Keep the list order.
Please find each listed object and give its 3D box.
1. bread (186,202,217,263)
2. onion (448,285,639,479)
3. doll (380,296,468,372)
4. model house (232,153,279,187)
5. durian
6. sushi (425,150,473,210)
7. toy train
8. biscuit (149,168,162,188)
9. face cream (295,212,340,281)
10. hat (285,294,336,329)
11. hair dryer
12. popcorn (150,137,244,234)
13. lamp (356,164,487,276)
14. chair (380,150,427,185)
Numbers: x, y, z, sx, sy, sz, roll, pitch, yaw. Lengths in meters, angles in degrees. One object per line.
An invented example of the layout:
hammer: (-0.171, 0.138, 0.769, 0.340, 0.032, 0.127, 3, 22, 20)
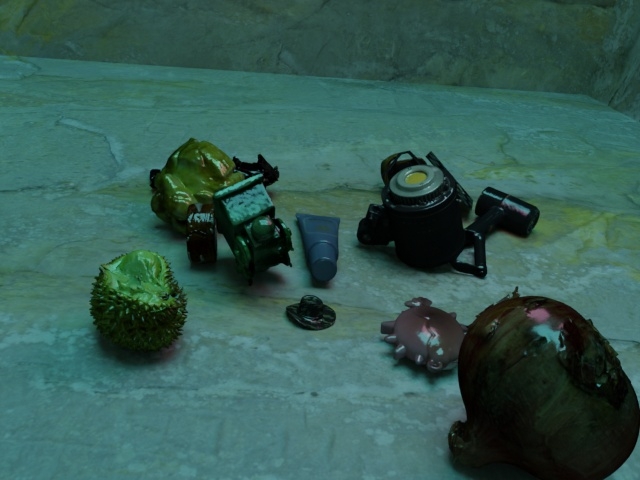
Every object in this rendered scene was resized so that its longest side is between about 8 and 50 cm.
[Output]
bread: (-0.305, -0.017, 1.747, 0.073, 0.160, 0.160, -3, 29, -7)
onion: (0.394, 0.257, 1.217, 0.353, 0.354, 0.354, 7, 27, -3)
doll: (0.242, 0.207, 1.532, 0.211, 0.093, 0.262, 0, 29, -8)
model house: (-0.221, -0.184, 2.123, 0.164, 0.141, 0.203, 20, 29, -3)
durian: (-0.376, 0.133, 1.414, 0.200, 0.177, 0.237, -15, 29, -20)
sushi: (0.419, -0.190, 2.281, 0.231, 0.047, 0.219, 50, 19, 0)
toy train: (-0.163, -0.016, 1.661, 0.145, 0.266, 0.202, -25, 74, -14)
biscuit: (-0.427, -0.202, 2.158, 0.235, 0.063, 0.151, -1, 12, -7)
face cream: (0.000, 0.000, 1.877, 0.135, 0.086, 0.385, 6, 23, -5)
hat: (-0.020, 0.159, 1.596, 0.121, 0.050, 0.121, 9, 26, -5)
hair dryer: (0.526, -0.042, 2.108, 0.189, 0.107, 0.352, 27, 41, 29)
popcorn: (-0.355, -0.143, 1.916, 0.225, 0.276, 0.276, 41, 25, -13)
lamp: (0.295, -0.071, 1.869, 0.374, 0.272, 0.205, 9, 42, 4)
chair: (0.274, -0.195, 2.229, 0.172, 0.159, 0.247, -6, 23, 12)
